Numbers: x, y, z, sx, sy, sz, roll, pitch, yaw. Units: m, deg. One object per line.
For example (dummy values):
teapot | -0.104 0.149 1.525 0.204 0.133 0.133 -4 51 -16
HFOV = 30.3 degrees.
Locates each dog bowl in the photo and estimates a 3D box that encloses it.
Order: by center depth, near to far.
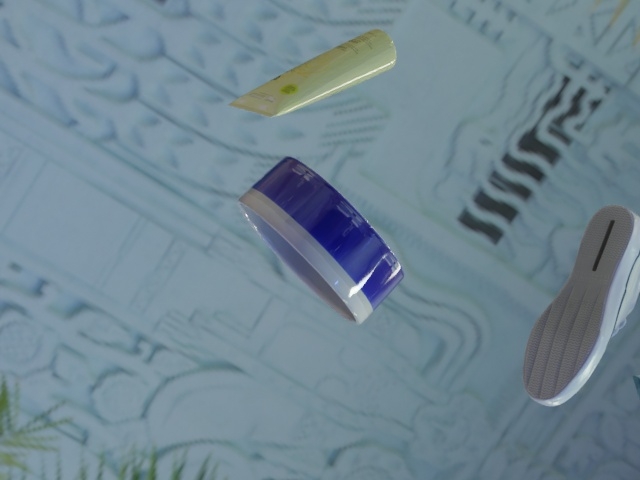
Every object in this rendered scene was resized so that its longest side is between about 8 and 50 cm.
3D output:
dog bowl | 0.000 0.000 1.791 0.104 0.265 0.265 -45 -169 -8

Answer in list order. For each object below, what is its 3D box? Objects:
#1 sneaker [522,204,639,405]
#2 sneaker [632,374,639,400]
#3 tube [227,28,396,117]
sneaker | 0.328 0.087 1.406 0.094 0.091 0.258 19 -104 46
sneaker | 0.455 0.186 1.491 0.229 0.092 0.087 82 -8 -70
tube | -0.003 -0.215 1.571 0.240 0.062 0.070 -29 171 -31
